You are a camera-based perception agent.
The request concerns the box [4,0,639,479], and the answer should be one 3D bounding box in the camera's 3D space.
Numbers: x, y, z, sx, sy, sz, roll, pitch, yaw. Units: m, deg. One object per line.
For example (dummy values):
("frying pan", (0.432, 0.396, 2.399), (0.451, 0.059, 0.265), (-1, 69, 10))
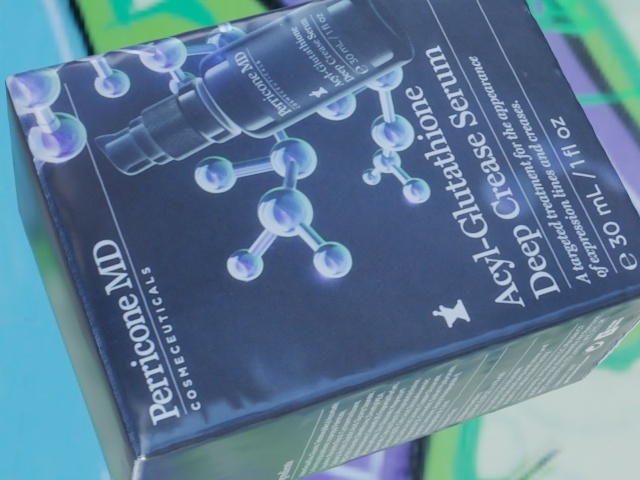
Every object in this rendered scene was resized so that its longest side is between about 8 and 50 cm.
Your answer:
("box", (0.000, 0.000, 1.021), (0.212, 0.396, 0.293), (108, -38, -63))
